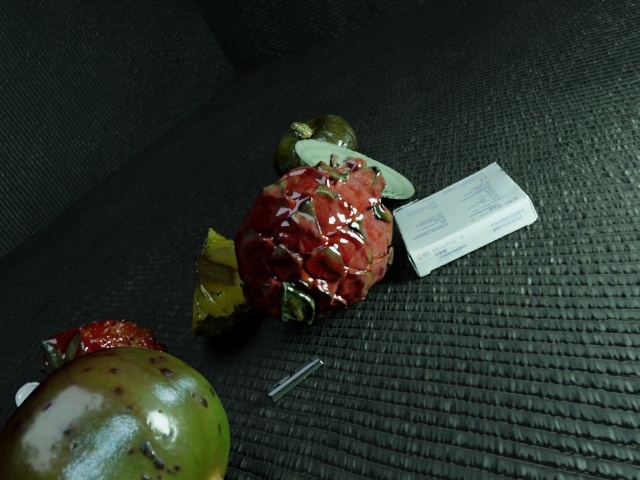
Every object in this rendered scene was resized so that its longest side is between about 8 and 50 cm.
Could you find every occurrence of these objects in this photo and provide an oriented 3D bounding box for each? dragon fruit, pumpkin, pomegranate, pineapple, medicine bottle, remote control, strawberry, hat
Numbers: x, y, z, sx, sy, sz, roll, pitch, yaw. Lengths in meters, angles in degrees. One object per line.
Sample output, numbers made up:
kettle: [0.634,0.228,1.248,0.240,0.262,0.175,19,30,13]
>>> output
dragon fruit: [0.000,0.000,1.003,0.299,0.244,0.244,-48,28,-17]
pumpkin: [-0.019,-0.224,1.536,0.219,0.162,0.219,-25,29,15]
pomegranate: [-0.205,0.277,0.730,0.290,0.323,0.291,-59,8,14]
pineapple: [-0.156,0.105,1.158,0.164,0.139,0.249,5,36,-18]
medicine bottle: [0.222,-0.041,1.022,0.201,0.052,0.171,-27,24,8]
remote control: [-0.039,0.196,0.914,0.091,0.016,0.034,-36,19,-12]
strawberry: [-0.355,0.216,1.076,0.187,0.184,0.202,-3,12,45]
hat: [0.048,-0.098,1.249,0.252,0.252,0.109,-100,29,-65]

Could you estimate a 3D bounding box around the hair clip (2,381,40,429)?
hair clip: [-0.378,0.311,0.897,0.146,0.075,0.257,-17,50,-8]
